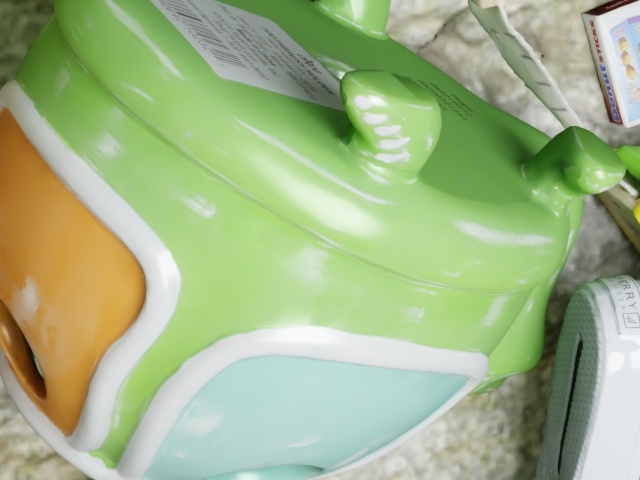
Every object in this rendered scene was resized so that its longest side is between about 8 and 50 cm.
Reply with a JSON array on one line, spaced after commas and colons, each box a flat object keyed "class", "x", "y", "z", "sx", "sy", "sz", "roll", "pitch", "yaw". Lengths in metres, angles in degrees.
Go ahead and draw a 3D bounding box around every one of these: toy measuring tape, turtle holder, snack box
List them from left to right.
[{"class": "turtle holder", "x": -0.017, "y": -0.010, "z": 0.799, "sx": 0.243, "sy": 0.320, "sz": 0.227, "roll": 36, "pitch": 109, "yaw": 13}, {"class": "toy measuring tape", "x": 0.192, "y": -0.050, "z": 0.871, "sx": 0.121, "sy": 0.121, "sz": 0.330, "roll": -43, "pitch": 122, "yaw": -2}, {"class": "snack box", "x": 0.230, "y": -0.120, "z": 0.929, "sx": 0.178, "sy": 0.022, "sz": 0.064, "roll": -21, "pitch": 108, "yaw": -10}]

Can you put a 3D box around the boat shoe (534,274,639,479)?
[{"class": "boat shoe", "x": 0.158, "y": 0.155, "z": 0.898, "sx": 0.094, "sy": 0.109, "sz": 0.302, "roll": 3, "pitch": 124, "yaw": -6}]
